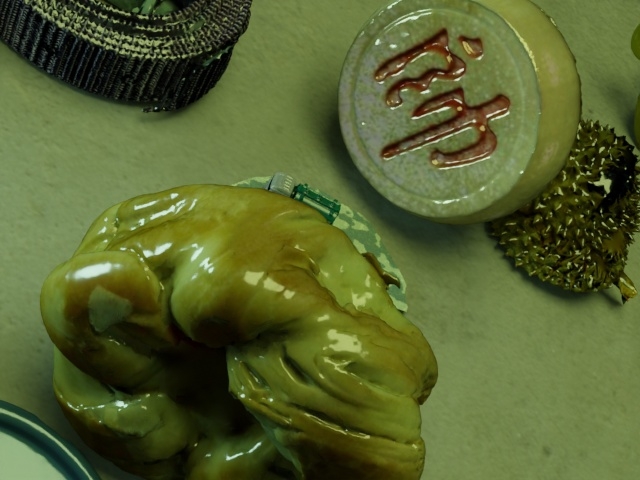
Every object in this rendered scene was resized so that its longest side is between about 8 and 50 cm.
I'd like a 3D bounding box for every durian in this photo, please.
[{"bbox_3d":[0.304,-0.043,1.705,0.237,0.138,0.193,49,50,9],"label":"durian"}]

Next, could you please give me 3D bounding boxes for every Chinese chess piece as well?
[{"bbox_3d":[0.151,-0.151,1.612,0.270,0.270,0.112,52,32,12],"label":"Chinese chess piece"}]

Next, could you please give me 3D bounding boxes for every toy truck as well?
[{"bbox_3d":[-0.022,-0.041,1.582,0.083,0.044,0.039,28,44,-9],"label":"toy truck"}]

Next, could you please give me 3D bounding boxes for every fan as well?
[{"bbox_3d":[0.000,0.000,1.599,0.240,0.009,0.131,32,49,-4],"label":"fan"}]

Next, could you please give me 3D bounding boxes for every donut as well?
[{"bbox_3d":[-0.068,0.114,1.267,0.360,0.360,0.170,34,47,-3],"label":"donut"}]

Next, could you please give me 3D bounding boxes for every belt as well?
[{"bbox_3d":[-0.231,-0.290,1.606,0.324,0.122,0.260,30,57,-3],"label":"belt"}]

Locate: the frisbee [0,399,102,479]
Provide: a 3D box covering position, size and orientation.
[{"bbox_3d":[-0.303,0.263,1.233,0.289,0.049,0.290,17,50,-21],"label":"frisbee"}]

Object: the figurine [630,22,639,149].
[{"bbox_3d":[0.587,-0.205,1.937,0.283,0.205,0.338,30,31,27],"label":"figurine"}]
